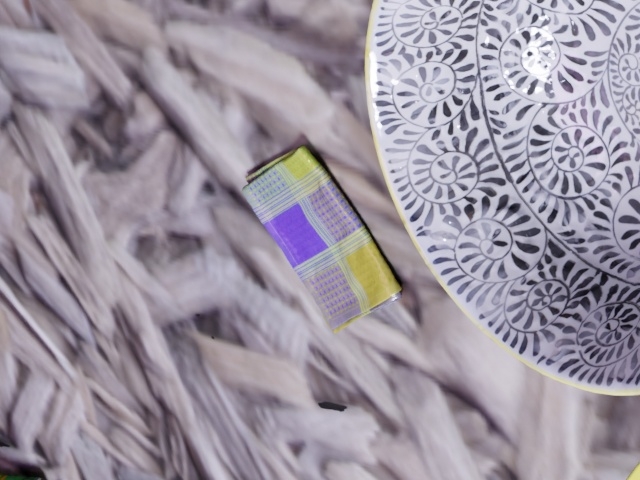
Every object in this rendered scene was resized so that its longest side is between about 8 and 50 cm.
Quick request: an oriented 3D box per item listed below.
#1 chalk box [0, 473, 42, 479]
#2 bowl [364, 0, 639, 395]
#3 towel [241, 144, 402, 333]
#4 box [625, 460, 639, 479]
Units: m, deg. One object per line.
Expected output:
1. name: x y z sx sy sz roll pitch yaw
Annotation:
1. chalk box: -0.288 0.293 1.121 0.180 0.289 0.179 -5 114 50
2. bowl: 0.100 -0.041 0.597 0.170 0.080 0.170 33 135 40
3. towel: 0.000 0.000 0.808 0.060 0.009 0.083 -26 97 54
4. box: 0.169 0.042 0.588 0.058 0.087 0.232 44 143 18
